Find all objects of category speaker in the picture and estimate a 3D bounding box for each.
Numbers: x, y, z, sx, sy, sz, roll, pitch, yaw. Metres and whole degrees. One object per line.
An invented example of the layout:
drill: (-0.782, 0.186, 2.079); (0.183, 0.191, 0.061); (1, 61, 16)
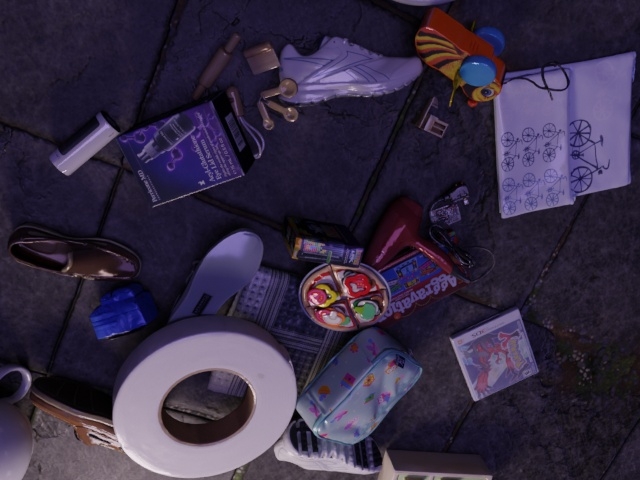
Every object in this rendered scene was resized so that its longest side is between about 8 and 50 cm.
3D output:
speaker: (-0.456, -0.187, 1.169); (0.136, 0.055, 0.055); (-38, 111, 4)

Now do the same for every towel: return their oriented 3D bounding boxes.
towel: (-0.076, 0.233, 1.393); (0.312, 0.056, 0.324); (18, 102, -19)

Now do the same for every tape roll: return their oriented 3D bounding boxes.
tape roll: (-0.242, 0.339, 1.297); (0.391, 0.072, 0.392); (-8, 117, -16)

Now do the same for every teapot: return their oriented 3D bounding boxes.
teapot: (-0.701, 0.426, 1.271); (0.256, 0.187, 0.253); (-29, 84, 18)

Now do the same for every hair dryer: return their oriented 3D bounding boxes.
hair dryer: (0.223, 0.006, 1.314); (0.293, 0.080, 0.224); (-16, 84, -1)

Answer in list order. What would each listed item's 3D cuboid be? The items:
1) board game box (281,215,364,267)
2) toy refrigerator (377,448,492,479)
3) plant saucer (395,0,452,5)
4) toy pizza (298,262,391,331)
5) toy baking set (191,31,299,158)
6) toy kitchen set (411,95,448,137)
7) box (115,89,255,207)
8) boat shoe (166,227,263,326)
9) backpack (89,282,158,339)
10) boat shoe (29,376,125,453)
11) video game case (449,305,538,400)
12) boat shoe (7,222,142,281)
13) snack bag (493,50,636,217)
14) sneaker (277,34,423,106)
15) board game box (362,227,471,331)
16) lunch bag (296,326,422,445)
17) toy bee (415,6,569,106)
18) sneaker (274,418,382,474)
board game box: (0.000, 0.000, 1.255); (0.141, 0.170, 0.048); (8, 105, -14)
toy refrigerator: (0.296, 0.617, 1.560); (0.269, 0.094, 0.102); (8, 107, -13)
plant saucer: (0.188, -0.643, 1.108); (0.400, 0.100, 0.401); (-3, 108, -9)
toy pizza: (0.052, 0.128, 1.302); (0.201, 0.032, 0.201); (2, 125, 3)
toy baking set: (-0.154, -0.266, 1.172); (0.197, 0.030, 0.256); (46, 119, -7)
toy kitchen set: (0.246, -0.255, 1.259); (0.075, 0.083, 0.068); (21, 104, -16)
box: (-0.254, -0.174, 1.155); (0.207, 0.108, 0.153); (-19, 111, 14)
boat shoe: (-0.227, 0.089, 1.280); (0.113, 0.105, 0.306); (25, 109, -21)
backpack: (-0.420, 0.151, 1.272); (0.120, 0.098, 0.101); (-22, 90, 7)
boat shoe: (-0.500, 0.402, 1.331); (0.307, 0.111, 0.104); (28, 100, -18)
video game case: (0.437, 0.285, 1.511); (0.183, 0.023, 0.201); (-25, 111, -1)
boat shoe: (-0.495, 0.041, 1.217); (0.257, 0.095, 0.095); (13, 106, -14)
snack bag: (0.551, -0.232, 1.350); (0.342, 0.037, 0.323); (-11, 110, -7)
sneaker: (0.058, -0.341, 1.187); (0.297, 0.111, 0.129); (-9, 105, -8)
board game box: (0.202, 0.097, 1.383); (0.281, 0.027, 0.145); (-26, 112, -9)
lunch bag: (0.101, 0.337, 1.383); (0.279, 0.108, 0.224); (-47, 137, 4)
toy bee: (0.307, -0.331, 1.209); (0.298, 0.162, 0.195); (43, 66, 1)
sneaker: (0.022, 0.516, 1.483); (0.292, 0.110, 0.118); (23, 131, -24)
